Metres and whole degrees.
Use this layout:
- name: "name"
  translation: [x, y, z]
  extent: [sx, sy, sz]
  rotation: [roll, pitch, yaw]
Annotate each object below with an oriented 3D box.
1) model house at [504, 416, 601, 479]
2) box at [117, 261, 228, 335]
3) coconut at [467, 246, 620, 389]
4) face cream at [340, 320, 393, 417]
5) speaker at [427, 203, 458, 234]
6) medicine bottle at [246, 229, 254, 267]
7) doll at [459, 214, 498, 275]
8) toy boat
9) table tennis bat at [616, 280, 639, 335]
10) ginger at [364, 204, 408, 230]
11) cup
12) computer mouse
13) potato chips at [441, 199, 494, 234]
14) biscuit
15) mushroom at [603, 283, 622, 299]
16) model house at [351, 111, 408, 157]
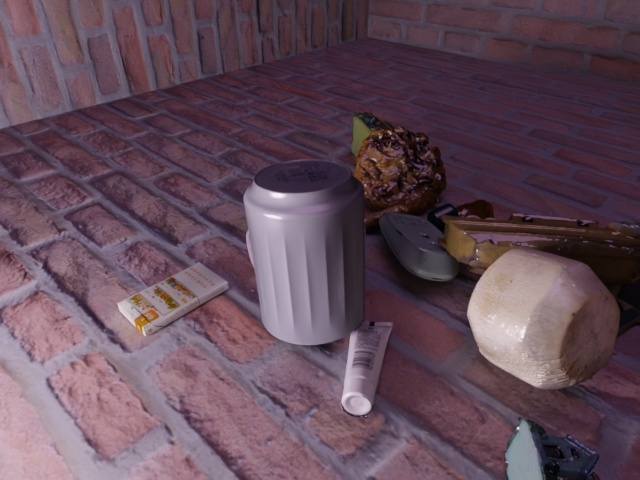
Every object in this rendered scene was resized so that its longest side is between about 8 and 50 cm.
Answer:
- name: "model house"
  translation: [0.368, 0.360, 0.715]
  extent: [0.148, 0.120, 0.148]
  rotation: [7, 34, -3]
- name: "box"
  translation: [-0.337, 0.129, 1.121]
  extent: [0.122, 0.032, 0.220]
  rotation: [29, 43, 35]
- name: "coconut"
  translation: [0.402, 0.143, 0.918]
  extent: [0.244, 0.245, 0.247]
  rotation: [-17, 19, -23]
- name: "face cream"
  translation: [0.086, 0.233, 0.949]
  extent: [0.092, 0.058, 0.244]
  rotation: [1, 28, 13]
- name: "speaker"
  translation: [0.341, -0.049, 1.306]
  extent: [0.075, 0.060, 0.094]
  rotation: [-26, 70, -10]
- name: "medicine bottle"
  translation: [-0.052, 0.000, 1.211]
  extent: [0.247, 0.147, 0.147]
  rotation: [-15, 37, -21]
- name: "doll"
  translation: [0.470, 0.019, 1.195]
  extent: [0.277, 0.119, 0.154]
  rotation: [2, 69, 0]
- name: "toy boat"
  translation: [0.485, 0.000, 1.054]
  extent: [0.445, 0.136, 0.162]
  rotation: [5, 34, 10]
- name: "table tennis bat"
  translation: [0.732, 0.153, 1.084]
  extent: [0.301, 0.022, 0.173]
  rotation: [-19, 37, -26]
- name: "ginger"
  translation: [0.113, -0.052, 1.349]
  extent: [0.287, 0.075, 0.089]
  rotation: [-12, 9, -18]
- name: "cup"
  translation: [0.000, 0.000, 1.031]
  extent: [0.236, 0.327, 0.322]
  rotation: [15, 32, 33]
- name: "computer mouse"
  translation: [0.242, 0.019, 1.220]
  extent: [0.159, 0.097, 0.288]
  rotation: [6, 23, -16]
- name: "potato chips"
  translation: [0.407, -0.043, 1.346]
  extent: [0.150, 0.049, 0.202]
  rotation: [-8, 29, 25]
- name: "biscuit"
  translation: [0.251, -0.228, 1.495]
  extent: [0.289, 0.081, 0.334]
  rotation: [5, 60, -2]
- name: "mushroom"
  translation: [0.635, 0.097, 1.108]
  extent: [0.107, 0.087, 0.333]
  rotation: [9, 29, 40]
- name: "model house"
  translation: [0.241, -0.365, 1.722]
  extent: [0.211, 0.170, 0.194]
  rotation: [-10, 33, -15]
